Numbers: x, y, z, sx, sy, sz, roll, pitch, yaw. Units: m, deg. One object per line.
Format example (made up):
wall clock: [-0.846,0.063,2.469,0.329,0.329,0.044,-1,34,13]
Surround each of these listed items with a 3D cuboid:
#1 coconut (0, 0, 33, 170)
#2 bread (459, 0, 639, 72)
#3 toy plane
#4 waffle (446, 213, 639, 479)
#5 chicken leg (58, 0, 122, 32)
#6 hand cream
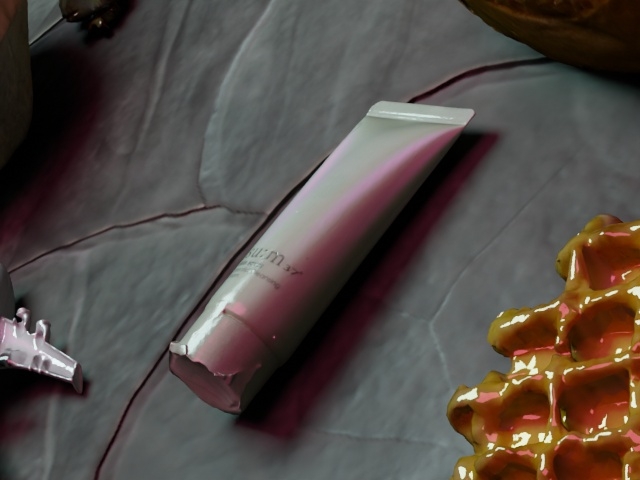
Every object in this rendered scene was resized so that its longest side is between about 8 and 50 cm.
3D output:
coconut: [-0.318,-0.146,1.186,0.259,0.259,0.259,-26,36,21]
bread: [0.132,-0.181,0.832,0.142,0.195,0.269,-41,29,-12]
toy plane: [-0.211,0.070,1.000,0.162,0.065,0.171,-14,45,17]
waffle: [0.162,0.057,0.649,0.253,0.056,0.249,-48,33,-14]
chicken leg: [-0.188,-0.251,1.311,0.088,0.103,0.228,-14,43,11]
hand cream: [0.000,0.000,0.884,0.078,0.050,0.205,8,53,49]
